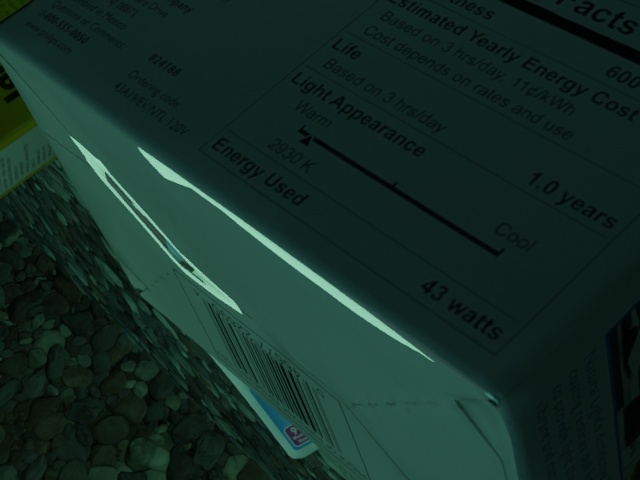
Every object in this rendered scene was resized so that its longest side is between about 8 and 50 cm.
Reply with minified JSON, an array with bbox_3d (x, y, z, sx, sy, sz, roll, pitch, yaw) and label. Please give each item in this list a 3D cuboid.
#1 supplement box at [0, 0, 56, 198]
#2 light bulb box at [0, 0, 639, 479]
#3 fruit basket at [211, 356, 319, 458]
[{"bbox_3d":[-0.356,-0.215,1.325,0.195,0.356,0.194,49,160,3],"label":"supplement box"},{"bbox_3d":[0.096,-0.069,0.584,0.358,0.361,0.225,35,157,37],"label":"light bulb box"},{"bbox_3d":[0.000,0.000,1.032,0.353,0.327,0.165,53,-167,-14],"label":"fruit basket"}]
